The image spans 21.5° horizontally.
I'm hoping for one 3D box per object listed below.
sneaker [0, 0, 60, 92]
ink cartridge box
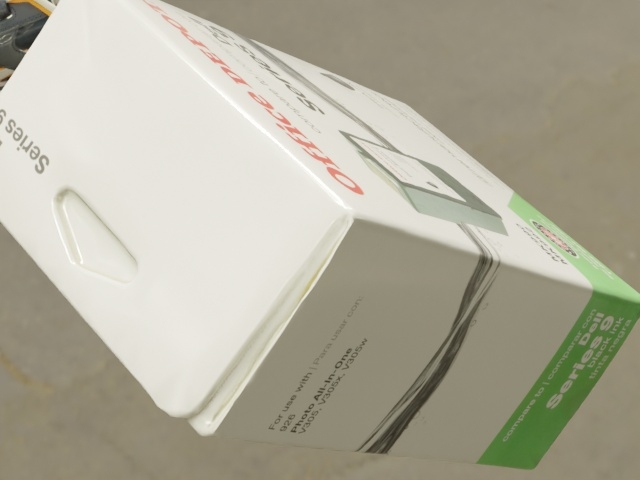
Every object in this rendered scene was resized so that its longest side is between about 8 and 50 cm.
[{"bbox_3d":[-0.332,-0.202,1.706,0.321,0.127,0.126,-3,21,-10],"label":"sneaker"},{"bbox_3d":[0.000,0.000,0.836,0.211,0.121,0.289,43,15,32],"label":"ink cartridge box"}]
